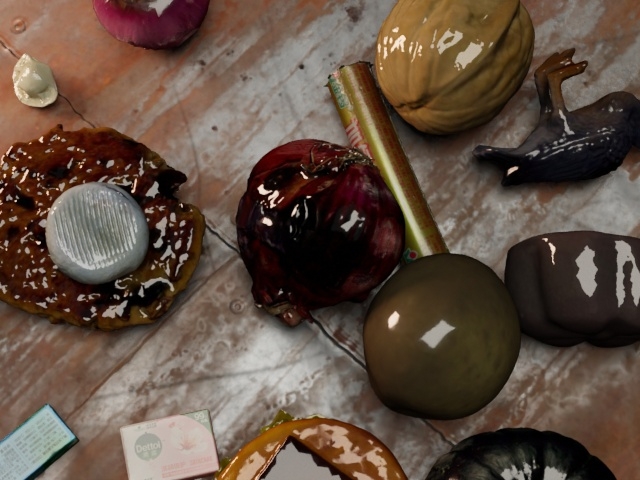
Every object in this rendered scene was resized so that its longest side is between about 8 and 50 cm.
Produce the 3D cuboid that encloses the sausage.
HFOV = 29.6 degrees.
[{"bbox_3d":[0.106,-0.081,1.758,0.082,0.082,0.371,-20,76,-9],"label":"sausage"}]

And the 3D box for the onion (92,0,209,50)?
[{"bbox_3d":[-0.249,-0.369,1.786,0.177,0.153,0.177,6,65,-12],"label":"onion"}]

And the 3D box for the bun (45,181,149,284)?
[{"bbox_3d":[-0.300,-0.007,1.628,0.141,0.083,0.141,2,75,-7],"label":"bun"}]

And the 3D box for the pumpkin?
[{"bbox_3d":[0.262,0.364,1.528,0.296,0.296,0.296,1,73,-3],"label":"pumpkin"}]

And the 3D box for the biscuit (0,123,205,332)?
[{"bbox_3d":[-0.326,-0.016,1.712,0.334,0.081,0.289,22,74,8],"label":"biscuit"}]

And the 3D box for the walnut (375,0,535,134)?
[{"bbox_3d":[0.196,-0.278,1.751,0.225,0.225,0.261,33,70,7],"label":"walnut"}]

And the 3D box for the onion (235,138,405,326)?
[{"bbox_3d":[0.009,-0.018,1.637,0.221,0.281,0.281,20,70,-32],"label":"onion"}]

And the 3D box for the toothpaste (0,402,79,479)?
[{"bbox_3d":[-0.447,0.331,1.616,0.267,0.050,0.065,-40,79,-13],"label":"toothpaste"}]

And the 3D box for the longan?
[{"bbox_3d":[0.153,0.131,1.596,0.215,0.246,0.246,20,72,30],"label":"longan"}]

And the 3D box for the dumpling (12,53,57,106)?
[{"bbox_3d":[-0.423,-0.233,1.794,0.076,0.057,0.052,37,35,-16],"label":"dumpling"}]

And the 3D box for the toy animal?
[{"bbox_3d":[0.368,-0.169,1.758,0.298,0.122,0.185,-33,110,-5],"label":"toy animal"}]

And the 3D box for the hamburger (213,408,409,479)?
[{"bbox_3d":[-0.021,0.368,1.537,0.291,0.225,0.291,1,73,-4],"label":"hamburger"}]

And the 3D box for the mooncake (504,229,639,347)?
[{"bbox_3d":[0.373,0.070,1.647,0.245,0.245,0.133,2,76,-3],"label":"mooncake"}]

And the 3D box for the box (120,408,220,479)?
[{"bbox_3d":[-0.203,0.286,1.646,0.125,0.043,0.089,-12,74,-7],"label":"box"}]
